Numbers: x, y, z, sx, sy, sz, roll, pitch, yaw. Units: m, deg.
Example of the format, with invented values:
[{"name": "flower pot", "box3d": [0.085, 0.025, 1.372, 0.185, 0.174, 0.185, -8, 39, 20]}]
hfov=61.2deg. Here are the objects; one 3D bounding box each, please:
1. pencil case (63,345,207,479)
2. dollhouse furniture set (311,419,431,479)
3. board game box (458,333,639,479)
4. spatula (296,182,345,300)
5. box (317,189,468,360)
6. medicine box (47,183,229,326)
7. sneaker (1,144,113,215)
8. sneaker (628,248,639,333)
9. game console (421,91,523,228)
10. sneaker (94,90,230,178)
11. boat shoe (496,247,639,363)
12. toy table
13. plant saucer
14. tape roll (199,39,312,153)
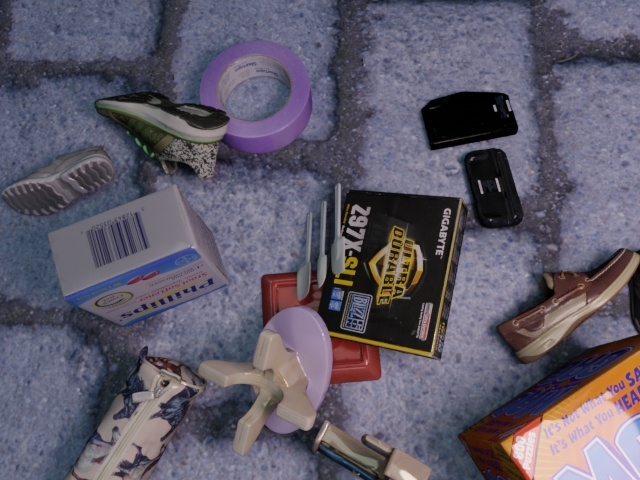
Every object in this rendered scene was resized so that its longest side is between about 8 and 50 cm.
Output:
[{"name": "pencil case", "box3d": [-0.398, 0.426, 1.081, 0.159, 0.183, 0.411, 28, 77, 11]}, {"name": "dollhouse furniture set", "box3d": [0.022, 0.512, 0.972, 0.198, 0.286, 0.304, 26, 64, 11]}, {"name": "board game box", "box3d": [0.516, 0.409, 0.937, 0.356, 0.356, 0.357, -30, 73, -6]}, {"name": "spatula", "box3d": [0.000, 0.000, 1.193, 0.019, 0.168, 0.242, 20, 50, -25]}, {"name": "box", "box3d": [0.146, 0.061, 1.120, 0.256, 0.079, 0.322, 7, 75, 29]}, {"name": "medicine box", "box3d": [-0.364, 0.045, 1.142, 0.263, 0.289, 0.149, -22, 70, -3]}, {"name": "sneaker", "box3d": [-0.641, -0.151, 1.340, 0.281, 0.105, 0.115, -19, 43, -1]}, {"name": "sneaker", "box3d": [0.718, 0.119, 1.138, 0.087, 0.130, 0.228, -3, 74, 4]}, {"name": "game console", "box3d": [0.381, -0.199, 1.304, 0.213, 0.044, 0.362, -10, 72, 2]}, {"name": "sneaker", "box3d": [-0.400, -0.251, 1.314, 0.410, 0.158, 0.182, 21, 118, 29]}, {"name": "boat shoe", "box3d": [0.525, 0.113, 1.158, 0.342, 0.123, 0.123, -40, 74, -2]}, {"name": "toy table", "box3d": [-0.094, 0.274, 1.066, 0.252, 0.160, 0.275, 8, 99, 26]}, {"name": "plant saucer", "box3d": [-0.004, 0.186, 1.203, 0.258, 0.048, 0.259, -5, 71, 2]}, {"name": "tape roll", "box3d": [-0.159, -0.361, 1.364, 0.274, 0.090, 0.275, -1, 72, 2]}]
